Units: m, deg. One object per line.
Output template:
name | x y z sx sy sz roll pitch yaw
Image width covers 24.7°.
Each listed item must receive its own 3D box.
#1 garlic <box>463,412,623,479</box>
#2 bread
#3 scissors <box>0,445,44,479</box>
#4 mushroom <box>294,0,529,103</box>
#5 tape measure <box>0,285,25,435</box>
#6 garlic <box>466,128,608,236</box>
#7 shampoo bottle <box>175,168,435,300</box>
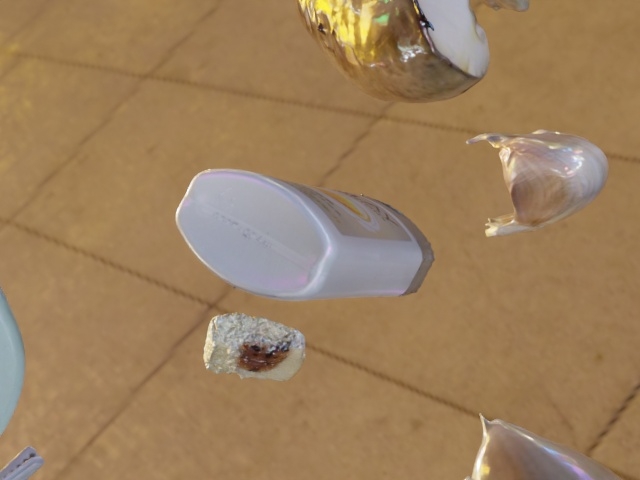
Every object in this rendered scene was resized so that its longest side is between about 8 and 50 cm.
garlic | 0.181 0.278 0.959 0.132 0.279 0.325 -7 76 32
bread | -0.056 0.092 1.221 0.070 0.083 0.035 115 161 -57
scissors | -0.390 0.306 1.551 0.030 0.118 0.242 31 58 27
mushroom | 0.050 -0.213 1.029 0.151 0.156 0.285 -25 50 44
tape measure | -0.329 0.022 0.933 0.215 0.351 0.098 -26 28 -17
garlic | 0.212 -0.064 1.376 0.124 0.099 0.174 -11 7 19
shampoo bottle | 0.000 0.000 0.808 0.086 0.227 0.056 30 97 16
